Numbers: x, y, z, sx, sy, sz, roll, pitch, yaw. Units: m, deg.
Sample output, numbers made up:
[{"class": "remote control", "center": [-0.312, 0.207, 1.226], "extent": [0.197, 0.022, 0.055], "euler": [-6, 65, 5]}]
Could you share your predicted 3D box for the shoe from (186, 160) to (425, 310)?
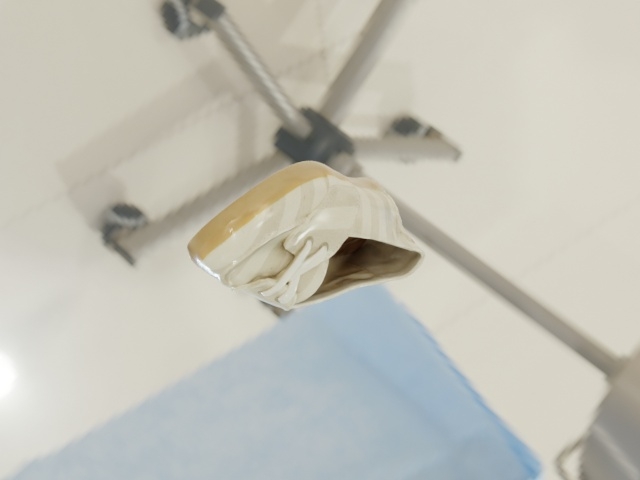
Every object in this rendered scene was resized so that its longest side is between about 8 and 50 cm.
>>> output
[{"class": "shoe", "center": [0.000, 0.000, 1.008], "extent": [0.076, 0.058, 0.219], "euler": [-45, 165, 21]}]
